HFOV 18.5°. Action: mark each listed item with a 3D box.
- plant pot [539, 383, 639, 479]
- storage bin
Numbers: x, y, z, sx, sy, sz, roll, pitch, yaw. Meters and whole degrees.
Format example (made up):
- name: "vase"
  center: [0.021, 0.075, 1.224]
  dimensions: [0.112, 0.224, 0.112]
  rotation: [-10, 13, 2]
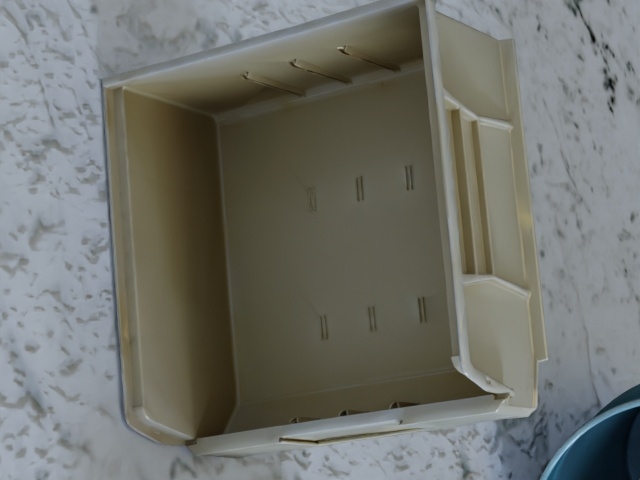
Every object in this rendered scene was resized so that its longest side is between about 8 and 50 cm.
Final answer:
- name: "plant pot"
  center: [0.341, 0.234, 1.747]
  dimensions: [0.255, 0.271, 0.272]
  rotation: [-33, 108, -69]
- name: "storage bin"
  center: [0.000, 0.000, 1.306]
  dimensions: [0.123, 0.262, 0.260]
  rotation: [13, 69, -56]
